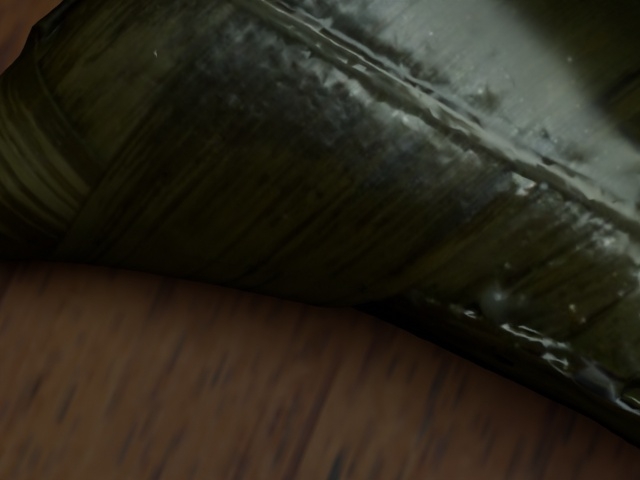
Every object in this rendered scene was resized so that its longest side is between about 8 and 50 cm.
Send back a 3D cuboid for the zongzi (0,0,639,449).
[{"bbox_3d":[0.000,0.000,0.639,0.288,0.134,0.286,-39,81,6],"label":"zongzi"}]
